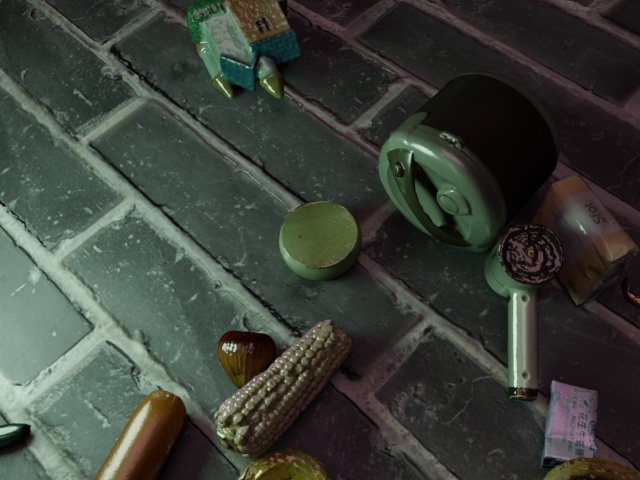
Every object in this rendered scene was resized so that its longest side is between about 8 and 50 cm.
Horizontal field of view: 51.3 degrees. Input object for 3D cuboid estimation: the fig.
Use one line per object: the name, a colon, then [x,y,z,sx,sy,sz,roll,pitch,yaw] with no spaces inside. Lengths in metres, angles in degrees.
fig: [-0.143,0.252,1.373,0.119,0.152,0.119,-15,16,4]

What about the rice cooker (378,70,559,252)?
rice cooker: [0.311,-0.161,1.451,0.335,0.335,0.325,36,68,23]

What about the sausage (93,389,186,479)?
sausage: [-0.351,0.418,1.274,0.105,0.105,0.274,19,62,15]

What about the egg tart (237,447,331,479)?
egg tart: [-0.064,0.493,1.211,0.213,0.090,0.212,-1,58,2]

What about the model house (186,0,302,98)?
model house: [-0.175,-0.491,1.785,0.267,0.194,0.324,-23,74,-12]

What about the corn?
corn: [-0.062,0.288,1.313,0.127,0.126,0.335,39,61,24]

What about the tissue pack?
tissue pack: [0.544,0.000,1.403,0.090,0.186,0.222,-13,57,-18]

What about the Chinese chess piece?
Chinese chess piece: [0.000,0.000,1.510,0.189,0.083,0.188,-2,62,3]

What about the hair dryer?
hair dryer: [0.405,0.160,1.339,0.128,0.203,0.361,2,78,6]

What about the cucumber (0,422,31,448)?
cucumber: [-0.637,0.395,1.343,0.105,0.048,0.048,-12,59,-5]

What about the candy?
candy: [0.472,0.356,1.259,0.092,0.073,0.160,10,61,16]

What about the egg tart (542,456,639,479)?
egg tart: [0.461,0.505,1.133,0.291,0.107,0.290,0,89,-3]

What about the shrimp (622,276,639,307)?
shrimp: [0.704,0.089,1.428,0.091,0.025,0.127,32,69,23]
